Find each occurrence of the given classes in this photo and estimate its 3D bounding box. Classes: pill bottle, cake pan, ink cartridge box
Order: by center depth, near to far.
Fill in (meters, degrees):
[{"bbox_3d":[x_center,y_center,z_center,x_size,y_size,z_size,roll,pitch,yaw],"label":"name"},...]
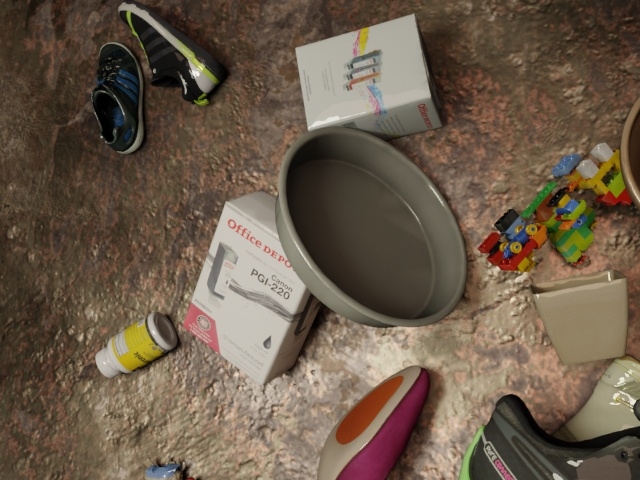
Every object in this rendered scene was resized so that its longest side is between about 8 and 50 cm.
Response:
[{"bbox_3d":[0.063,-0.014,0.902,0.054,0.293,0.293,-42,67,44],"label":"cake pan"},{"bbox_3d":[-0.081,0.064,0.967,0.158,0.092,0.218,32,115,19],"label":"ink cartridge box"},{"bbox_3d":[0.073,-0.216,0.989,0.176,0.128,0.128,-11,78,14],"label":"ink cartridge box"},{"bbox_3d":[-0.284,0.164,1.070,0.116,0.065,0.065,-31,73,11],"label":"pill bottle"}]

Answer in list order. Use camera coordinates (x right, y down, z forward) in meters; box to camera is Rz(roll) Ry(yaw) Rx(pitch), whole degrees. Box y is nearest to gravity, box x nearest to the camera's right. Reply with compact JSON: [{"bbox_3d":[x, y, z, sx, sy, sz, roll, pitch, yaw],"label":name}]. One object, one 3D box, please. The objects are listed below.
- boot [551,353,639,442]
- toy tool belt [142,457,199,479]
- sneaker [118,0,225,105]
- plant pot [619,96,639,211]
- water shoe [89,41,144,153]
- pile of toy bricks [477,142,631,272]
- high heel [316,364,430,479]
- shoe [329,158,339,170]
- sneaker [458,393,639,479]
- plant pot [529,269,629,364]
[{"bbox_3d":[0.401,0.262,0.835,0.213,0.077,0.165,41,94,24],"label":"boot"},{"bbox_3d":[-0.223,0.345,1.028,0.083,0.052,0.051,-9,87,15],"label":"toy tool belt"},{"bbox_3d":[-0.261,-0.302,1.131,0.234,0.084,0.097,38,94,19],"label":"sneaker"},{"bbox_3d":[0.488,-0.098,0.850,0.237,0.109,0.238,-3,81,17],"label":"plant pot"},{"bbox_3d":[-0.337,-0.246,1.147,0.072,0.080,0.203,-17,76,13],"label":"water shoe"},{"bbox_3d":[0.315,-0.016,0.907,0.212,0.118,0.105,-45,99,-11],"label":"pile of toy bricks"},{"bbox_3d":[0.067,0.355,0.931,0.181,0.127,0.377,39,89,-10],"label":"high heel"},{"bbox_3d":[-0.039,-0.034,1.033,0.076,0.058,0.219,36,105,-5],"label":"shoe"},{"bbox_3d":[0.383,0.268,0.703,0.482,0.185,0.202,9,80,21],"label":"sneaker"},{"bbox_3d":[0.330,0.098,0.874,0.109,0.109,0.096,-13,90,15],"label":"plant pot"}]
